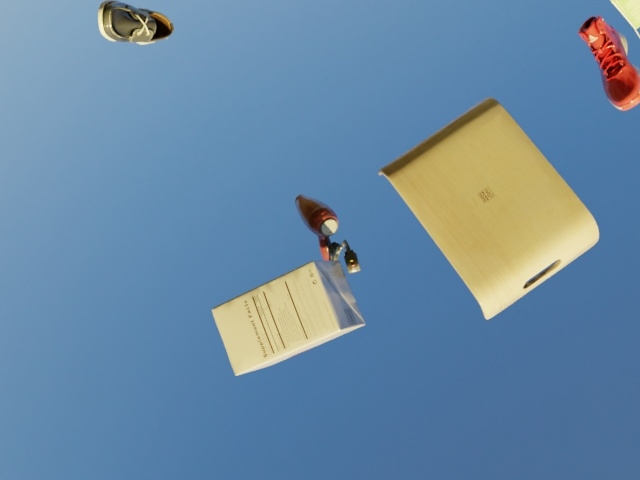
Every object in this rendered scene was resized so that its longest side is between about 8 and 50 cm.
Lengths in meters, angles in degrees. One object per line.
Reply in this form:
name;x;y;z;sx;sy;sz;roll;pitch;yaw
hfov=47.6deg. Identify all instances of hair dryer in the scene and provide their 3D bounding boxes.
hair dryer;0.000;0.000;1.905;0.080;0.224;0.294;-16;-110;-21

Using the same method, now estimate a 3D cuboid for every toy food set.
toy food set;0.264;-0.059;1.165;0.219;0.092;0.306;-34;-107;-3

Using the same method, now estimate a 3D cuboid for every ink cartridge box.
ink cartridge box;0.569;-0.460;1.347;0.056;0.235;0.171;-34;-127;31

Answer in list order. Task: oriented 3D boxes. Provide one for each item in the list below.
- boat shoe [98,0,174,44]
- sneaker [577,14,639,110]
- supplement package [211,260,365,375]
boat shoe;-0.382;-0.451;1.500;0.079;0.233;0.084;3;-80;14
sneaker;0.577;-0.369;1.477;0.087;0.128;0.221;-39;-140;35
supplement package;-0.075;0.184;1.739;0.292;0.177;0.175;-26;-101;21
